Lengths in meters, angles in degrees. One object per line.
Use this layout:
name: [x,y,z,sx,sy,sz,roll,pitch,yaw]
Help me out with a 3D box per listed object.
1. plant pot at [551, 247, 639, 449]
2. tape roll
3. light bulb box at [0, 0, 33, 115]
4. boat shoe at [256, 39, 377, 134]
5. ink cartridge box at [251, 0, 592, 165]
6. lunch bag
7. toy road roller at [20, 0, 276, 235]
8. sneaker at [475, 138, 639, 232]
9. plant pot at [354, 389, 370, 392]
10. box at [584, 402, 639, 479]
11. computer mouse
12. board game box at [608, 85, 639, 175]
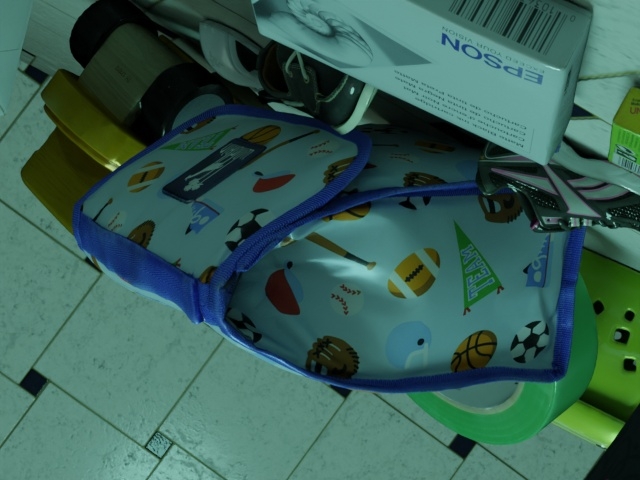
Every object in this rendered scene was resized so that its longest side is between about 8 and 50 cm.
plant pot: [0.349,0.144,1.702,0.228,0.207,0.227,25,176,26]
tape roll: [0.166,0.077,1.566,0.321,0.077,0.321,34,140,34]
light bulb box: [-0.469,-0.241,1.069,0.361,0.225,0.358,26,-158,19]
boat shoe: [0.000,-0.138,1.114,0.079,0.084,0.233,24,180,-15]
ink cartridge box: [0.058,-0.126,0.882,0.223,0.045,0.224,27,168,13]
lunch bag: [0.000,0.000,1.278,0.385,0.239,0.328,-4,-166,-30]
toy road roller: [-0.193,-0.105,1.590,0.202,0.241,0.329,43,-172,31]
sneaker: [0.207,-0.034,1.131,0.178,0.077,0.072,27,178,1]
plant pot: [0.078,0.037,1.880,0.290,0.291,0.203,28,-166,-9]
box: [0.340,0.151,1.010,0.143,0.270,0.165,27,-168,-20]
computer mouse: [-0.072,-0.178,1.469,0.106,0.042,0.193,26,177,38]
board game box: [0.310,-0.020,0.879,0.259,0.039,0.124,29,179,13]
